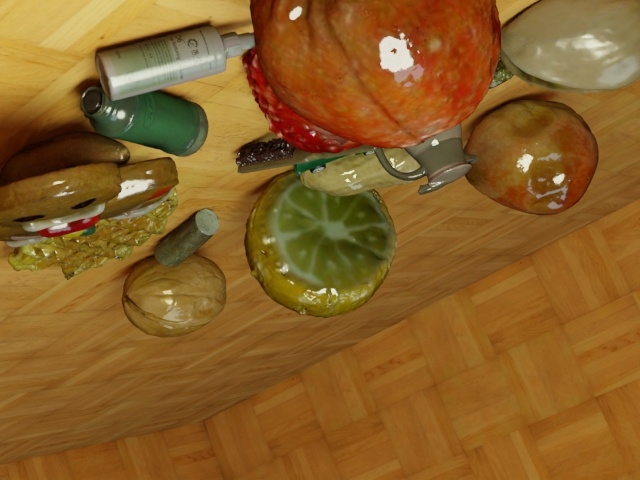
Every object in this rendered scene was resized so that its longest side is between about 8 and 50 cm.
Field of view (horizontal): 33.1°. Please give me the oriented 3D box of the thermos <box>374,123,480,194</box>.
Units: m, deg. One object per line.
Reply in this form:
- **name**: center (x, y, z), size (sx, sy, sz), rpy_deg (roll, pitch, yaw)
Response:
- **thermos**: center (0.134, -0.161, 1.521), size (0.137, 0.193, 0.105), rpy_deg (-22, 167, 1)

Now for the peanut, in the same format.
- **peanut**: center (0.069, -0.124, 1.720), size (0.214, 0.090, 0.098), rpy_deg (-13, 128, 13)

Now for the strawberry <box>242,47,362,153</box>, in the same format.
- **strawberry**: center (0.040, -0.190, 1.367), size (0.265, 0.149, 0.336), rpy_deg (-18, 166, -24)

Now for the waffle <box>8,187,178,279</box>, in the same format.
- **waffle**: center (-0.348, -0.008, 1.642), size (0.291, 0.051, 0.291), rpy_deg (-21, 167, -5)

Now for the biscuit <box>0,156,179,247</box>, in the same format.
- **biscuit**: center (-0.306, -0.035, 1.299), size (0.283, 0.064, 0.432), rpy_deg (-16, -178, -10)

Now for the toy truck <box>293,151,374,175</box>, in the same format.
- **toy truck**: center (0.021, -0.154, 1.637), size (0.147, 0.065, 0.079), rpy_deg (-20, 166, -7)

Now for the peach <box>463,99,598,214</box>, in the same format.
- **peach**: center (0.364, -0.151, 1.921), size (0.236, 0.214, 0.214), rpy_deg (0, 160, -13)

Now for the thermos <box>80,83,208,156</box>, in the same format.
- **thermos**: center (-0.217, -0.152, 1.288), size (0.073, 0.083, 0.188), rpy_deg (-57, 155, 11)

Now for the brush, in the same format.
- **brush**: center (-0.022, -0.132, 1.544), size (0.248, 0.043, 0.036), rpy_deg (-5, 141, 35)

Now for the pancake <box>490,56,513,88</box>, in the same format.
- **pancake**: center (0.252, -0.263, 1.680), size (0.129, 0.022, 0.116), rpy_deg (-2, 156, -43)

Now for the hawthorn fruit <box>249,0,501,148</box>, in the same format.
- **hawthorn fruit**: center (0.061, -0.219, 1.067), size (0.262, 0.258, 0.258), rpy_deg (35, 134, -24)

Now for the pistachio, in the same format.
- **pistachio**: center (0.374, -0.288, 1.543), size (0.238, 0.153, 0.138), rpy_deg (1, 162, 17)

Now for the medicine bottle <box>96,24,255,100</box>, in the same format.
- **medicine bottle**: center (-0.147, -0.206, 1.203), size (0.199, 0.057, 0.057), rpy_deg (-17, 165, -18)

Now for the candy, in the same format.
- **candy**: center (0.000, 0.000, 1.789), size (0.260, 0.260, 0.118), rpy_deg (-18, 160, -19)

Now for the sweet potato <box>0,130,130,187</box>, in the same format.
- **sweet potato**: center (-0.339, -0.089, 1.322), size (0.255, 0.058, 0.078), rpy_deg (-18, 158, 38)

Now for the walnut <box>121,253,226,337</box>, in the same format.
- **walnut**: center (-0.264, 0.098, 1.961), size (0.207, 0.159, 0.159), rpy_deg (-9, 160, -41)

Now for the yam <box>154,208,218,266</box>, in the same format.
- **yam**: center (-0.228, -0.002, 1.841), size (0.054, 0.054, 0.132), rpy_deg (-6, 156, -49)
